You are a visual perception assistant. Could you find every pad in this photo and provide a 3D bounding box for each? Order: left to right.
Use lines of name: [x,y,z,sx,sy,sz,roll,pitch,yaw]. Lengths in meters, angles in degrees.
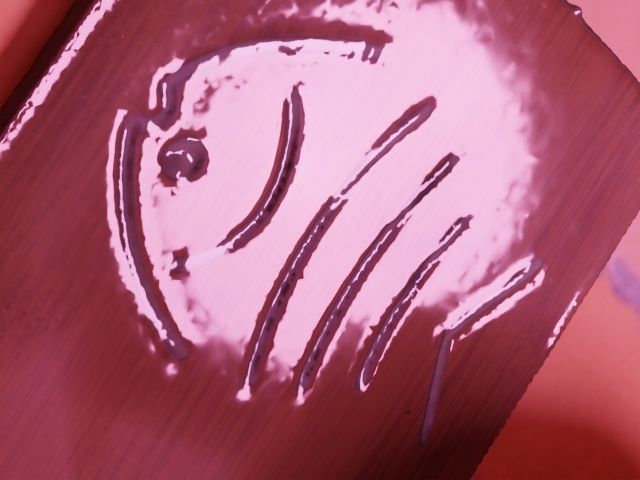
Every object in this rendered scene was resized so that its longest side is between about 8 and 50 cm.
pad: [0.000,0.000,0.578,0.284,0.018,0.286,37,82,-37]
